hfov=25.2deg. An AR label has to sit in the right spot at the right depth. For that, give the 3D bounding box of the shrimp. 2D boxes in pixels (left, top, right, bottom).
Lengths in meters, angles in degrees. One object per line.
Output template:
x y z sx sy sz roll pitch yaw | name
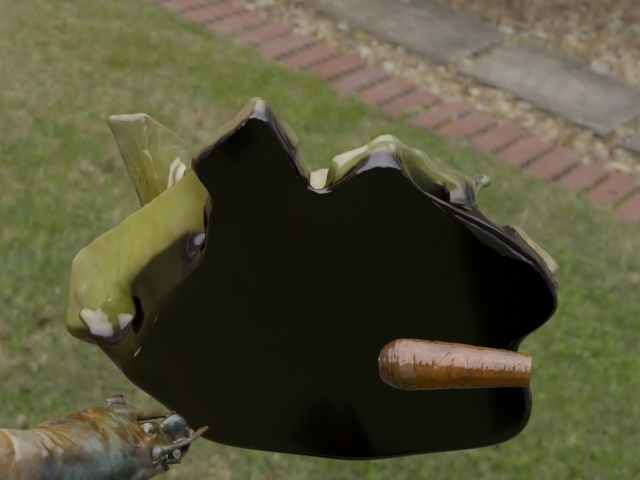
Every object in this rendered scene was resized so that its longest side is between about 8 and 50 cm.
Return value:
-0.157 0.186 0.865 0.058 0.169 0.296 -1 3 32 | shrimp

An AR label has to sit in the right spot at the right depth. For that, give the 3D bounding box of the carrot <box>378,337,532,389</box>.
0.080 0.076 0.864 0.093 0.032 0.032 3 26 10 | carrot

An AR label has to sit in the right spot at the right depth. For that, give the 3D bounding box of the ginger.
0.000 0.000 1.226 0.413 0.358 0.211 12 40 -5 | ginger
